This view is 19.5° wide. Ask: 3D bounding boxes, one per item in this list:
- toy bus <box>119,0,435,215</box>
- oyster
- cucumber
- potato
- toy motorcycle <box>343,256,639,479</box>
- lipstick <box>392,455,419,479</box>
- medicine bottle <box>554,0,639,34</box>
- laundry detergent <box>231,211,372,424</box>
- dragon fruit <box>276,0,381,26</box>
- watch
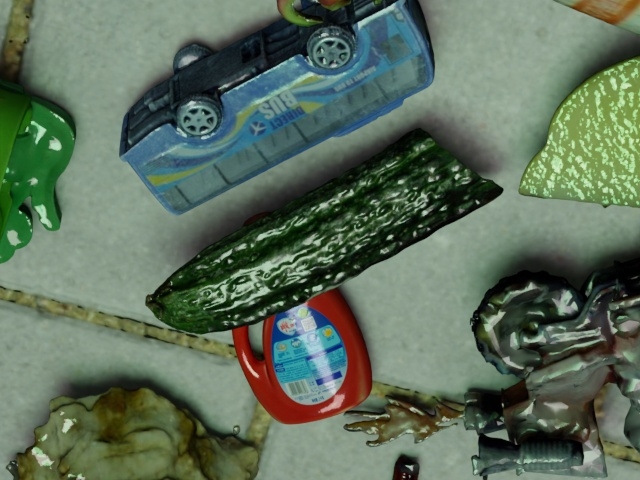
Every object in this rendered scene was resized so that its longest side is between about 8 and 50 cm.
[{"bbox_3d":[-0.029,-0.108,1.327,0.237,0.079,0.094,-26,127,15],"label":"toy bus"},{"bbox_3d":[-0.188,0.272,1.481,0.198,0.133,0.337,28,109,-1],"label":"oyster"},{"bbox_3d":[0.000,0.000,1.343,0.265,0.077,0.077,-31,110,0],"label":"cucumber"},{"bbox_3d":[0.223,-0.088,1.318,0.149,0.081,0.120,7,110,21],"label":"potato"},{"bbox_3d":[0.207,0.110,1.381,0.401,0.134,0.207,-11,108,7],"label":"toy motorcycle"},{"bbox_3d":[0.059,0.253,1.512,0.027,0.027,0.176,7,114,0],"label":"lipstick"},{"bbox_3d":[0.329,-0.194,1.187,0.372,0.211,0.211,20,114,-7],"label":"medicine bottle"},{"bbox_3d":[-0.026,0.057,1.416,0.097,0.049,0.165,-18,109,11],"label":"laundry detergent"},{"bbox_3d":[-0.043,-0.240,1.239,0.236,0.135,0.137,33,120,8],"label":"dragon fruit"},{"bbox_3d":[-0.247,-0.035,1.330,0.131,0.152,0.165,16,113,-7],"label":"watch"}]
